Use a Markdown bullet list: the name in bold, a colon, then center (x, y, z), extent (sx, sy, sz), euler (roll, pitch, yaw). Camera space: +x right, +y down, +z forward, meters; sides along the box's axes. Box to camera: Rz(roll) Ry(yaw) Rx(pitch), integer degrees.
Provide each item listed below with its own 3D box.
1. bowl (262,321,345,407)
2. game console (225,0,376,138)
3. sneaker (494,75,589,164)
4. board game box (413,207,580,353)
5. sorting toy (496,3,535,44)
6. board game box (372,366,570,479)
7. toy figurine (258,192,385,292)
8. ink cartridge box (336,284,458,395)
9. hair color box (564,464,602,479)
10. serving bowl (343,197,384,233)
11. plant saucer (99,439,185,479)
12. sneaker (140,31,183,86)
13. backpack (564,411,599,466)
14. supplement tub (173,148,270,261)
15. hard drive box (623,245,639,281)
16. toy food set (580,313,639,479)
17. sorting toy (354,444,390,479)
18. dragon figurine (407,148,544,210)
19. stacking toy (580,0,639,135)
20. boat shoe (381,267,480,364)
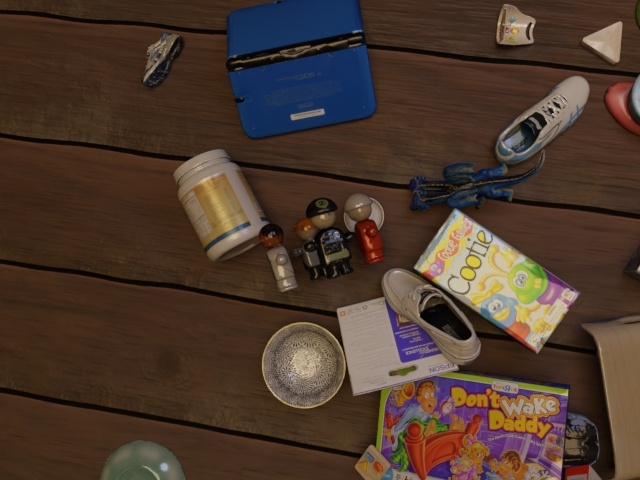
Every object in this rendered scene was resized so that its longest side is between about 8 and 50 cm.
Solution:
- **bowl**: center (-0.029, 0.251, 1.383), extent (0.170, 0.080, 0.170), euler (-1, 86, 8)
- **game console**: center (-0.043, -0.383, 1.456), extent (0.293, 0.173, 0.250), euler (-9, 116, 7)
- **sneaker**: center (0.449, -0.241, 1.356), extent (0.237, 0.086, 0.085), euler (-43, 81, 1)
- **board game box**: center (0.333, 0.078, 1.318), extent (0.275, 0.144, 0.142), euler (35, 91, 9)
- **sorting toy**: center (0.407, -0.437, 1.398), extent (0.075, 0.045, 0.083), euler (7, 87, 0)
- **board game box**: center (0.285, 0.369, 1.293), extent (0.347, 0.078, 0.233), euler (4, 86, 23)
- **toy figurine**: center (0.000, 0.000, 1.321), extent (0.209, 0.213, 0.148), euler (-18, 90, 36)
- **ink cartridge box**: center (0.146, 0.200, 1.327), extent (0.206, 0.045, 0.208), euler (-14, 47, 4)
- **hair color box**: center (0.516, 0.508, 1.256), extent (0.053, 0.093, 0.167), euler (-27, 113, 39)
- **serving bowl**: center (0.091, -0.049, 1.415), extent (0.083, 0.027, 0.083), euler (0, 86, 6)
- **plant saucer**: center (-0.384, 0.526, 1.430), extent (0.195, 0.037, 0.195), euler (0, 87, 8)
- **sneaker**: center (-0.359, -0.400, 1.490), extent (0.058, 0.052, 0.135), euler (30, 83, 18)
- **backpack**: center (0.475, 0.382, 1.309), extent (0.114, 0.084, 0.105), euler (-1, 85, 13)
- **supplement tub**: center (-0.205, -0.072, 1.395), extent (0.144, 0.144, 0.200), euler (-28, 83, 4)
- **hard drive box**: center (0.743, 0.048, 1.297), extent (0.232, 0.089, 0.181), euler (34, 91, 9)
- **toy food set**: center (0.628, 0.297, 1.299), extent (0.219, 0.092, 0.306), euler (-7, 86, -9)
- **sorting toy**: center (0.108, 0.446, 1.307), extent (0.083, 0.012, 0.062), euler (43, 108, 31)
- **dragon figurine**: center (0.291, -0.106, 1.309), extent (0.144, 0.289, 0.085), euler (-5, 87, -31)
- **stacking toy**: center (0.696, -0.373, 1.311), extent (0.309, 0.130, 0.279), euler (-34, 83, 3)
- **boat shoe**: center (0.209, 0.123, 1.288), extent (0.095, 0.084, 0.258), euler (-36, 51, -18)
